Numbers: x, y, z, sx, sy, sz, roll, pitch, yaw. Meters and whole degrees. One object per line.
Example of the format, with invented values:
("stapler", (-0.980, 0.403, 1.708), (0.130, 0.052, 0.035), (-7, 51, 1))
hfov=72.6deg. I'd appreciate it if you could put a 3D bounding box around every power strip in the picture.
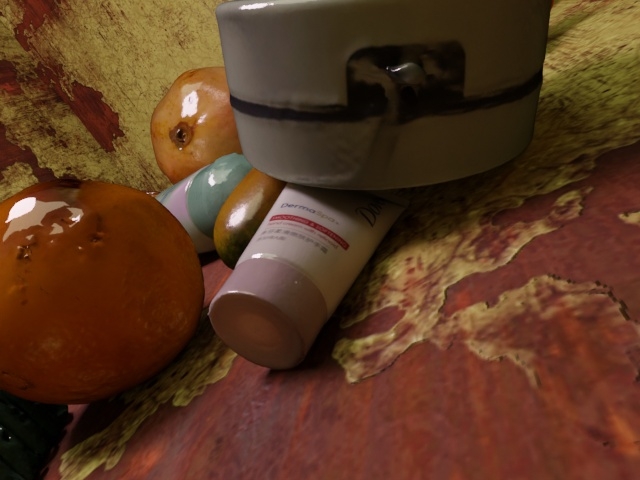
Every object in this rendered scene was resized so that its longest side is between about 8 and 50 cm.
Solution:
("power strip", (0.064, -0.183, 0.469), (0.357, 0.161, 0.357), (-4, 30, 3))

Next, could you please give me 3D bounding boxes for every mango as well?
("mango", (-0.048, -0.045, 0.557), (0.221, 0.120, 0.151), (-44, 22, -24))

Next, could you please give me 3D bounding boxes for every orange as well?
("orange", (-0.256, 0.052, 0.480), (0.246, 0.246, 0.246), (-30, 18, 11))

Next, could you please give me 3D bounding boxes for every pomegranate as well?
("pomegranate", (-0.308, -0.331, 1.339), (0.411, 0.411, 0.411), (-30, 18, 11))

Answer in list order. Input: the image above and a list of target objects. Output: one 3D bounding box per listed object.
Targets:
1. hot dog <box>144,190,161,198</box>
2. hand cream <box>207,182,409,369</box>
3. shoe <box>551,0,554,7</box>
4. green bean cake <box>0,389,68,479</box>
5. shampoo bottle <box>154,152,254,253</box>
("hot dog", (-0.374, -0.058, 1.158), (0.175, 0.114, 0.259), (-32, -13, 24))
("hand cream", (0.000, 0.000, 0.408), (0.248, 0.133, 0.083), (-61, -6, -47))
("shoe", (0.286, -0.335, 0.769), (0.336, 0.132, 0.171), (-46, 41, -3))
("green bean cake", (-0.384, 0.239, 0.429), (0.208, 0.107, 0.193), (-38, 19, -8))
("shampoo bottle", (-0.201, -0.063, 0.826), (0.222, 0.151, 0.349), (-38, 17, -33))
